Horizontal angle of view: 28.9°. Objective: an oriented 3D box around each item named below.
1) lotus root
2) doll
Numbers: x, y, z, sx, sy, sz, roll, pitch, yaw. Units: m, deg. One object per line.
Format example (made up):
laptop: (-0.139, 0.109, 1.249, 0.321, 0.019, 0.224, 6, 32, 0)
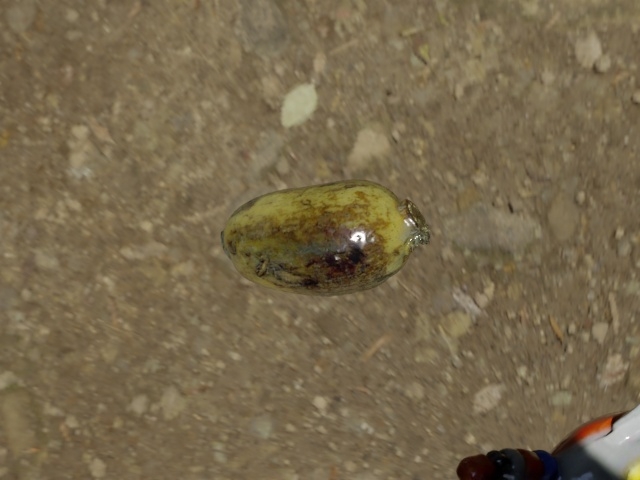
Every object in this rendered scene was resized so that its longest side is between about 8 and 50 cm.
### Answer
lotus root: (0.000, 0.000, 0.991, 0.179, 0.080, 0.089, -6, 100, 22)
doll: (0.121, 0.118, 0.573, 0.194, 0.062, 0.104, -8, 110, -25)
